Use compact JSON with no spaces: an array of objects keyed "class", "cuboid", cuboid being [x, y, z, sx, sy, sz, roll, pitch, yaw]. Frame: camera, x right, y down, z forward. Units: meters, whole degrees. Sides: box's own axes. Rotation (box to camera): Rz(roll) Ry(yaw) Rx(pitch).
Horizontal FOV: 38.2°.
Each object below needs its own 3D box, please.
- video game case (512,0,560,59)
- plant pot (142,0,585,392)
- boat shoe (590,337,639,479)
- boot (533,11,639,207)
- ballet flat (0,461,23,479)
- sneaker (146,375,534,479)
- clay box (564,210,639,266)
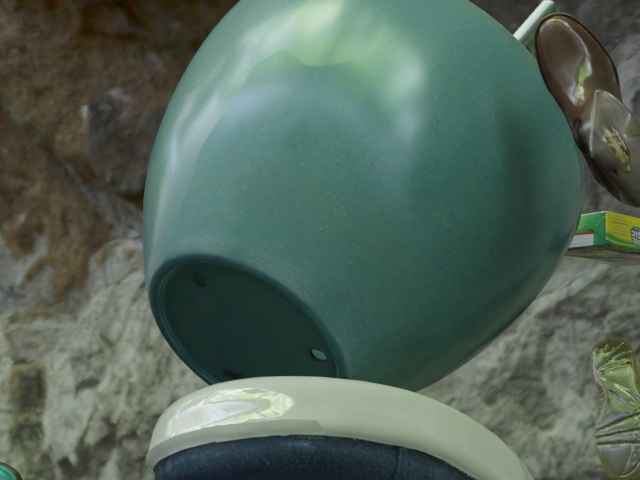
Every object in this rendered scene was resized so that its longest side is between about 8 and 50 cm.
[{"class":"video game case","cuboid":[0.318,-0.224,1.406,0.193,0.212,0.023,42,-3,-43]},{"class":"plant pot","cuboid":[0.000,0.000,0.595,0.290,0.195,0.290,19,-43,18]},{"class":"boat shoe","cuboid":[0.416,0.238,1.257,0.080,0.223,0.073,-18,-47,24]},{"class":"boot","cuboid":[0.131,-0.068,0.446,0.037,0.114,0.106,-28,-92,19]},{"class":"ballet flat","cuboid":[-0.330,0.342,0.828,0.096,0.095,0.280,127,-25,-64]},{"class":"sneaker","cuboid":[0.050,0.192,0.393,0.131,0.148,0.350,-20,-49,30]},{"class":"clay box","cuboid":[0.440,0.003,1.361,0.127,0.222,0.053,-9,-105,54]}]
